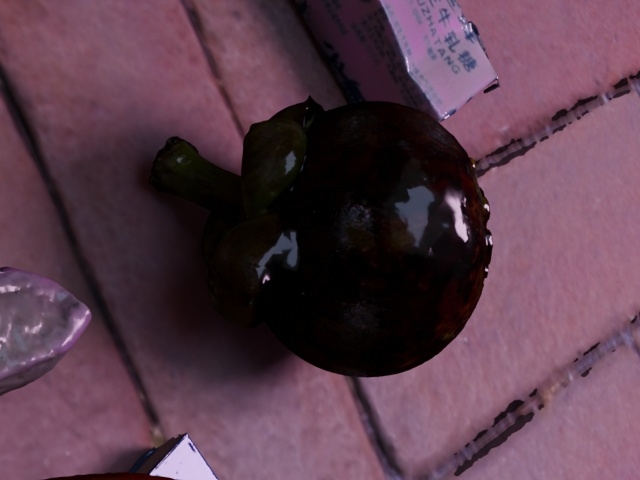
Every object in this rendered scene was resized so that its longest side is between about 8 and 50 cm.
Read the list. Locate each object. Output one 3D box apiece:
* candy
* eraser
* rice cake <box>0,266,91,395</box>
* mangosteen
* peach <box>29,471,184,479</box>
[{"bbox_3d":[0.046,-0.150,1.134,0.092,0.073,0.160,-37,100,-45],"label":"candy"},{"bbox_3d":[-0.073,0.156,0.891,0.084,0.027,0.063,57,42,-12],"label":"eraser"},{"bbox_3d":[-0.256,0.077,0.697,0.399,0.070,0.064,-18,82,-51],"label":"rice cake"},{"bbox_3d":[0.011,0.002,0.970,0.184,0.172,0.172,-15,83,-24],"label":"mangosteen"},{"bbox_3d":[-0.083,0.231,0.668,0.338,0.281,0.281,2,70,-47],"label":"peach"}]
